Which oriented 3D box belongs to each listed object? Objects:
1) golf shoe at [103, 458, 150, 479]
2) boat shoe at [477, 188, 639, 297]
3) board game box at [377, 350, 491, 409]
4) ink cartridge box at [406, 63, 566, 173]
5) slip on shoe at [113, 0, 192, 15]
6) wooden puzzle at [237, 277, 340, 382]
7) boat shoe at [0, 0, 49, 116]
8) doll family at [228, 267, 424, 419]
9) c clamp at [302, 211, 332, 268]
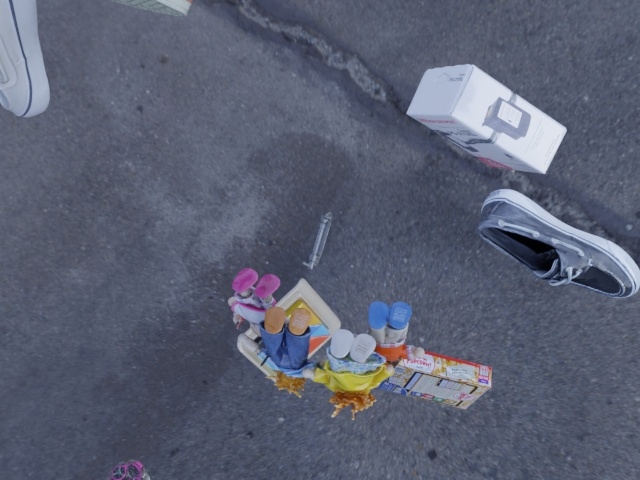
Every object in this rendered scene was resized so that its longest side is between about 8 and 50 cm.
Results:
[{"bbox_3d":[-0.323,0.411,0.889,0.067,0.086,0.186,35,58,24],"label":"golf shoe"},{"bbox_3d":[0.402,0.029,1.036,0.301,0.108,0.102,32,54,-4],"label":"boat shoe"},{"bbox_3d":[0.224,0.278,1.227,0.193,0.147,0.045,14,57,-1],"label":"board game box"},{"bbox_3d":[0.307,-0.226,1.149,0.237,0.172,0.100,25,92,-23],"label":"ink cartridge box"},{"bbox_3d":[-0.185,-0.255,0.454,0.123,0.331,0.101,13,100,11],"label":"slip on shoe"},{"bbox_3d":[-0.070,0.243,1.563,0.239,0.221,0.044,-46,40,-9],"label":"wooden puzzle"},{"bbox_3d":[-0.345,-0.207,0.633,0.088,0.267,0.096,-31,86,-28],"label":"boat shoe"},{"bbox_3d":[-0.010,0.142,0.752,0.262,0.163,0.118,13,57,11],"label":"doll family"},{"bbox_3d":[0.000,0.000,1.499,0.022,0.137,0.161,15,78,13],"label":"c clamp"}]
